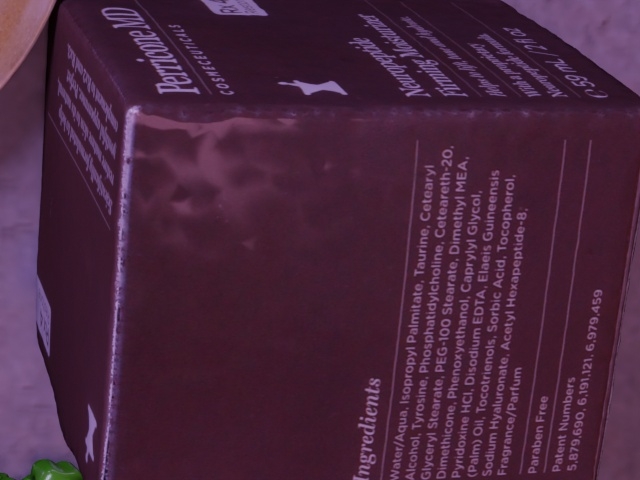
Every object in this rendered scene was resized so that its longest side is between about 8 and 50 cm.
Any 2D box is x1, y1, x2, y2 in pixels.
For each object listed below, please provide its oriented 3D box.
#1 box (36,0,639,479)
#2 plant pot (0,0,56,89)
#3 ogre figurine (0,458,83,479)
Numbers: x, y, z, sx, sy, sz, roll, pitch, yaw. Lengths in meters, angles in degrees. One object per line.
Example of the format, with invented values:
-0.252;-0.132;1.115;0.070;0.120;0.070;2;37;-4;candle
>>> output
0.000;0.000;0.776;0.203;0.168;0.167;-1;112;-18;box
-0.212;-0.134;0.733;0.236;0.032;0.236;-6;112;-16;plant pot
-0.185;0.171;0.831;0.197;0.097;0.118;-19;106;-45;ogre figurine
